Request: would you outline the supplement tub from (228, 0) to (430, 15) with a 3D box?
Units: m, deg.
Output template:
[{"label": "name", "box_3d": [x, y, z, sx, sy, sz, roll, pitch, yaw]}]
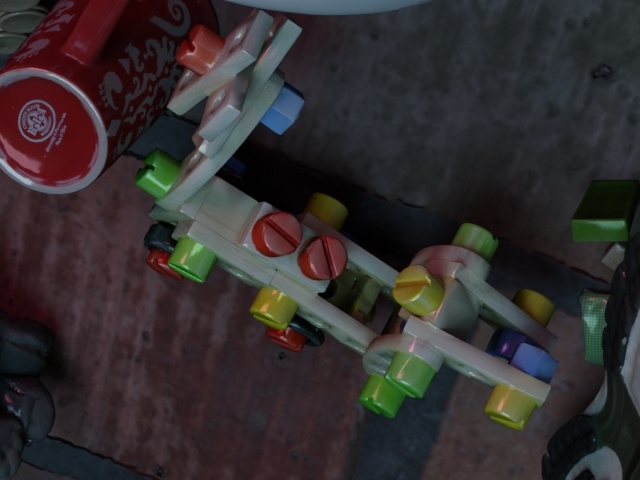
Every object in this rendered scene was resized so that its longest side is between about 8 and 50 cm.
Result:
[{"label": "supplement tub", "box_3d": [0.003, -0.313, 1.071, 0.235, 0.235, 0.325, 13, 124, 13]}]

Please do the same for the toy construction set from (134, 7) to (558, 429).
[{"label": "toy construction set", "box_3d": [0.000, 0.000, 1.292, 0.327, 0.151, 0.215, 47, 161, -15]}]

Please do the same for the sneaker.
[{"label": "sneaker", "box_3d": [0.273, 0.143, 1.308, 0.182, 0.158, 0.410, -6, 142, -15]}]

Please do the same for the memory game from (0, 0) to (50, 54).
[{"label": "memory game", "box_3d": [-0.277, -0.150, 1.336, 0.186, 0.186, 0.012, -17, 72, 28]}]

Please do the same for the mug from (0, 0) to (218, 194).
[{"label": "mug", "box_3d": [-0.152, -0.125, 1.285, 0.113, 0.169, 0.150, 4, 122, 20]}]

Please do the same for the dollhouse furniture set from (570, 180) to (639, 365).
[{"label": "dollhouse furniture set", "box_3d": [0.205, 0.038, 1.318, 0.076, 0.058, 0.151, 1, 120, 21]}]

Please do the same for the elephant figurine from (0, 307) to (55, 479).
[{"label": "elephant figurine", "box_3d": [-0.339, 0.113, 1.525, 0.239, 0.169, 0.186, 0, 92, 39]}]
